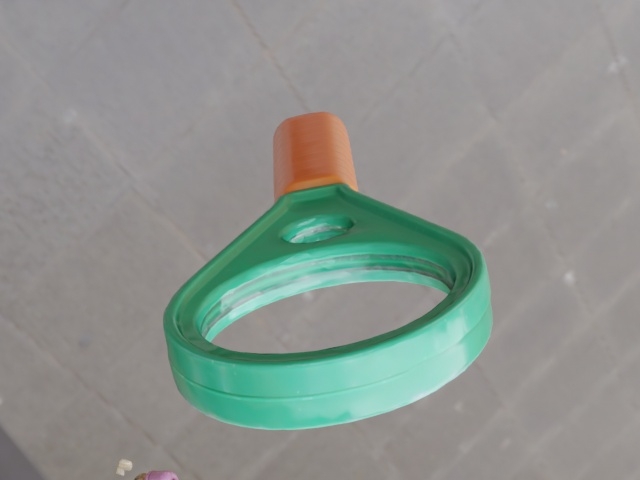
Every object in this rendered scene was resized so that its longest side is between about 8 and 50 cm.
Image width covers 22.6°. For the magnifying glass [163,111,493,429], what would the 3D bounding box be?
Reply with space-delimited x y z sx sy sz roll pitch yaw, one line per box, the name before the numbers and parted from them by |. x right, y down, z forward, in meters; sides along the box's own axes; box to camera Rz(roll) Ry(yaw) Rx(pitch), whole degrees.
magnifying glass | 0.000 0.000 0.509 0.092 0.231 0.026 -11 111 2

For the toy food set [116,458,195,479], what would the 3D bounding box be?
toy food set | -0.116 0.216 1.368 0.078 0.122 0.019 118 -13 -68
